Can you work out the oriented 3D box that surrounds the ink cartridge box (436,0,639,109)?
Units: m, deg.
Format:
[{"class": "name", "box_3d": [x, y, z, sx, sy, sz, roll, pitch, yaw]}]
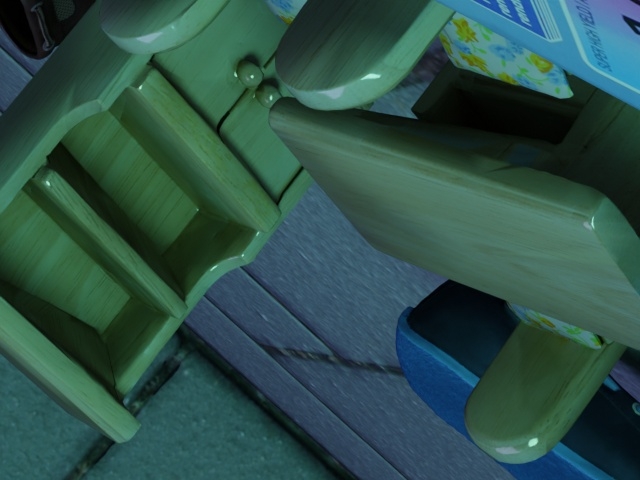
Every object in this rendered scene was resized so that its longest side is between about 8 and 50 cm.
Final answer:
[{"class": "ink cartridge box", "box_3d": [-0.007, -0.216, 0.505, 0.395, 0.151, 0.270, 35, 167, 32]}]

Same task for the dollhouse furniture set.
[{"class": "dollhouse furniture set", "box_3d": [0.000, 0.000, 0.922, 0.394, 0.256, 0.362, 21, 159, 48]}]

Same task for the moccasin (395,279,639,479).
[{"class": "moccasin", "box_3d": [0.203, 0.129, 1.191, 0.342, 0.117, 0.137, 42, 158, 16]}]

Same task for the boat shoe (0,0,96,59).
[{"class": "boat shoe", "box_3d": [-0.216, -0.196, 1.104, 0.095, 0.095, 0.257, 26, 167, 40]}]
